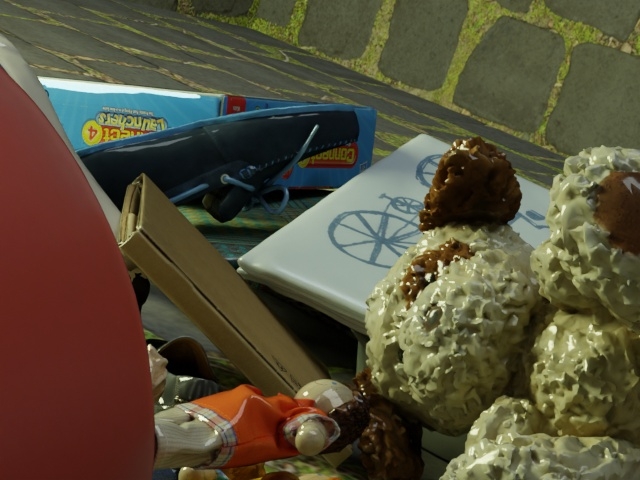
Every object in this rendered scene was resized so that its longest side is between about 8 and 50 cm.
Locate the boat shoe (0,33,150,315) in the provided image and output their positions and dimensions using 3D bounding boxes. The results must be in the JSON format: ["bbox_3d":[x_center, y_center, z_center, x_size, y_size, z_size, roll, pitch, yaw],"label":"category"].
[{"bbox_3d":[-0.261,-0.051,1.031,0.158,0.127,0.340,0,37,-47],"label":"boat shoe"}]

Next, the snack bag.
[{"bbox_3d":[0.155,0.032,1.169,0.343,0.037,0.323,24,29,19],"label":"snack bag"}]

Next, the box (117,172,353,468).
[{"bbox_3d":[-0.058,0.048,1.019,0.201,0.021,0.164,47,5,-14],"label":"box"}]

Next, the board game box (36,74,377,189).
[{"bbox_3d":[-0.149,-0.108,1.511,0.308,0.086,0.302,8,6,28],"label":"board game box"}]

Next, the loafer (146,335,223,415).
[{"bbox_3d":[-0.085,0.088,0.939,0.062,0.061,0.170,13,12,-19],"label":"loafer"}]

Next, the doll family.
[{"bbox_3d":[-0.079,0.119,0.756,0.163,0.118,0.263,0,2,-39],"label":"doll family"}]

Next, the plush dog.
[{"bbox_3d":[0.128,0.065,0.944,0.225,0.262,0.211,23,3,37],"label":"plush dog"}]

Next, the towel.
[{"bbox_3d":[0.000,0.000,1.362,0.272,0.040,0.370,4,11,-12],"label":"towel"}]

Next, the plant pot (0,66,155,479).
[{"bbox_3d":[-0.221,0.067,0.409,0.275,0.275,0.243,23,22,20],"label":"plant pot"}]

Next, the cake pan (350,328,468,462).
[{"bbox_3d":[0.153,0.122,1.156,0.293,0.054,0.293,17,12,-4],"label":"cake pan"}]

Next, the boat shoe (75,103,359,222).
[{"bbox_3d":[-0.090,-0.054,1.262,0.258,0.089,0.109,-14,2,-9],"label":"boat shoe"}]
